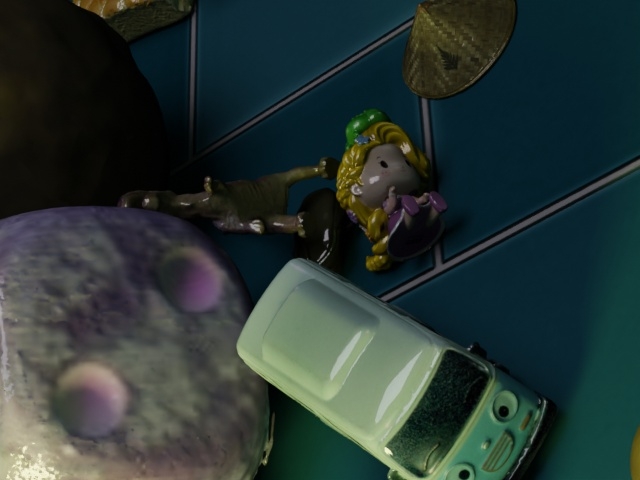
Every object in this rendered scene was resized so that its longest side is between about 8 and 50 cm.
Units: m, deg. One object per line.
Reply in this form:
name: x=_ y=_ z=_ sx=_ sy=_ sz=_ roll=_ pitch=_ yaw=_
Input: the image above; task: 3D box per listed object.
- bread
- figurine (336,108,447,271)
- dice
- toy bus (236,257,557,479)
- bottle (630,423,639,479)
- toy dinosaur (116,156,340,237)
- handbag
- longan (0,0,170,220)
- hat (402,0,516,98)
bread: x=-0.236 y=-0.317 z=2.281 sx=0.188 sy=0.068 sz=0.125 roll=-16 pitch=52 yaw=40
figurine: x=0.054 y=-0.046 z=1.748 sx=0.115 sy=0.094 sz=0.156 roll=-56 pitch=50 yaw=35
dice: x=-0.224 y=0.136 z=1.694 sx=0.270 sy=0.271 sz=0.270 roll=-38 pitch=57 yaw=51
toy bus: x=0.054 y=0.120 z=1.554 sx=0.133 sy=0.165 sz=0.271 roll=-57 pitch=37 yaw=-3
bottle: x=0.363 y=0.084 z=1.238 sx=0.351 sy=0.171 sz=0.171 roll=-43 pitch=39 yaw=16
toy dinosaur: x=-0.075 y=-0.037 z=1.802 sx=0.199 sy=0.251 sz=0.072 roll=-6 pitch=94 yaw=26
handbag: x=0.000 y=0.000 z=1.800 sx=0.072 sy=0.047 sz=0.111 roll=-26 pitch=44 yaw=32
longan: x=-0.358 y=-0.071 z=1.982 sx=0.436 sy=0.404 sz=0.404 roll=117 pitch=157 yaw=-47
hat: x=0.120 y=-0.221 z=1.820 sx=0.146 sy=0.067 sz=0.146 roll=-28 pitch=45 yaw=32
